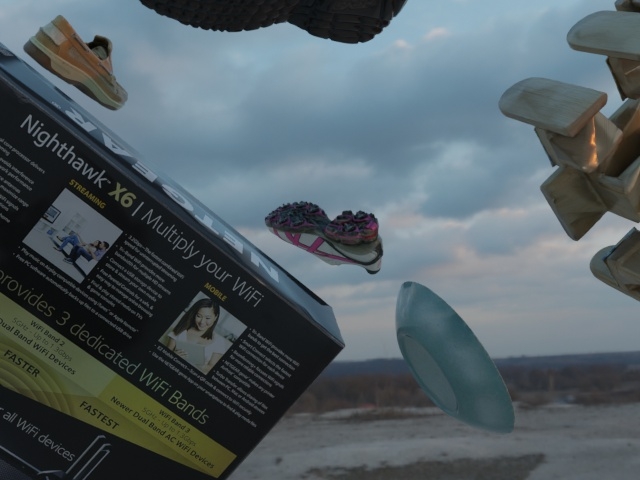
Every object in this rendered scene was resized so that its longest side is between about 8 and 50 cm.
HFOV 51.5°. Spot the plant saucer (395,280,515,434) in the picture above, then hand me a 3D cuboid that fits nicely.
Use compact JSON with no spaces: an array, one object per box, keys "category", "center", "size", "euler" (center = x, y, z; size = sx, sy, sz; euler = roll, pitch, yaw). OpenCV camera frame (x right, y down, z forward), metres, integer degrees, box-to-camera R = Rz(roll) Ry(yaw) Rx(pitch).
[{"category":"plant saucer","center":[0.131,0.136,0.723],"size":[0.037,0.195,0.195],"euler":[-30,-5,-15]}]

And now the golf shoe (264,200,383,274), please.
[{"category":"golf shoe","center":[0.000,0.000,0.888],"size":[0.186,0.086,0.067],"euler":[14,41,38]}]

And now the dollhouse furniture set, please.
[{"category":"dollhouse furniture set","center":[0.462,-0.185,0.972],"size":[0.362,0.394,0.256],"euler":[48,-3,-32]}]

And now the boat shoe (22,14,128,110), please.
[{"category":"boat shoe","center":[-0.280,-0.218,0.819],"size":[0.068,0.072,0.190],"euler":[39,1,8]}]

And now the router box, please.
[{"category":"router box","center":[-0.178,0.055,0.443],"size":[0.309,0.243,0.081],"euler":[40,7,-14]}]

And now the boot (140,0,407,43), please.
[{"category":"boot","center":[-0.082,-0.309,0.624],"size":[0.338,0.223,0.118],"euler":[-1,-33,-48]}]
